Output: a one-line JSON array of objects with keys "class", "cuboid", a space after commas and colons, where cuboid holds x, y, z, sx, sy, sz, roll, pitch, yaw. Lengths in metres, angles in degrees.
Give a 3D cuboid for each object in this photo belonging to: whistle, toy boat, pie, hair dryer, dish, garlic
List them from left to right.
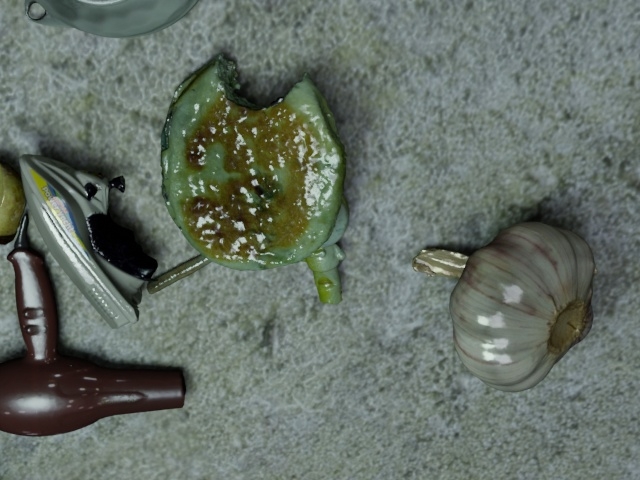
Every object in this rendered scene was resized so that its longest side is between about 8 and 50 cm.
[{"class": "hair dryer", "cuboid": [-0.370, 0.121, 1.607, 0.312, 0.123, 0.340, -6, 103, -6]}, {"class": "toy boat", "cuboid": [-0.317, -0.012, 1.514, 0.140, 0.141, 0.269, -17, 110, 9]}, {"class": "dish", "cuboid": [-0.275, -0.378, 1.359, 0.303, 0.120, 0.303, 0, 113, 1]}, {"class": "pie", "cuboid": [-0.095, -0.097, 1.469, 0.302, 0.067, 0.302, 7, 110, 21]}, {"class": "whistle", "cuboid": [0.000, 0.000, 1.551, 0.104, 0.057, 0.198, -5, 121, 16]}, {"class": "garlic", "cuboid": [0.241, 0.074, 1.517, 0.253, 0.245, 0.245, 26, 118, 31]}]

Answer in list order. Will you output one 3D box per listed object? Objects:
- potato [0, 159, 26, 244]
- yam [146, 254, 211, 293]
[{"class": "potato", "cuboid": [-0.446, -0.062, 1.527, 0.096, 0.066, 0.103, 51, 120, 29]}, {"class": "yam", "cuboid": [-0.206, 0.047, 1.593, 0.116, 0.021, 0.021, -29, 109, 13]}]
